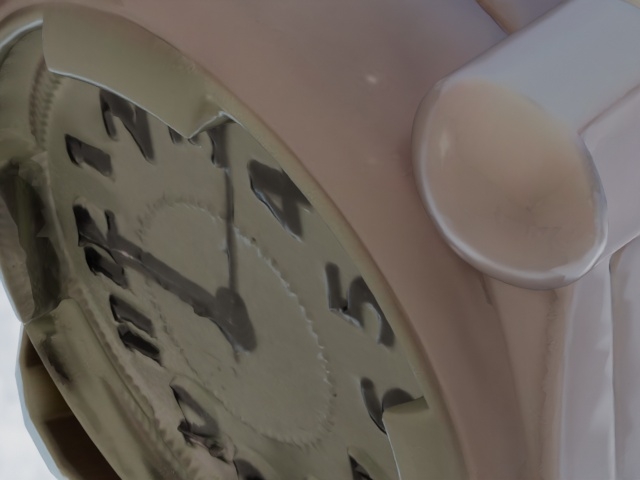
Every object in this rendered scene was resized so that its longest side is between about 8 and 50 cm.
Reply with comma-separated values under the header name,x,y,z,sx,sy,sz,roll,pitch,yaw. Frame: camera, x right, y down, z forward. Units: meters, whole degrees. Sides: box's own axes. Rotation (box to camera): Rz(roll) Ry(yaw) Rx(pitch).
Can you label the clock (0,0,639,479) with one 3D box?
name,x,y,z,sx,sy,sz,roll,pitch,yaw
clock,0.000,0.000,0.575,0.326,0.184,0.342,22,-50,36
